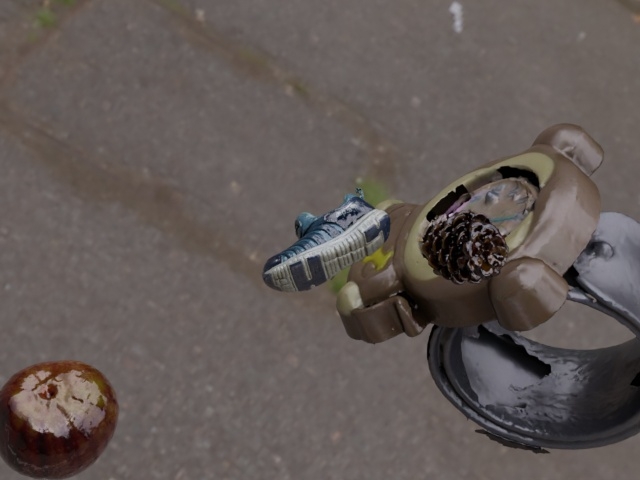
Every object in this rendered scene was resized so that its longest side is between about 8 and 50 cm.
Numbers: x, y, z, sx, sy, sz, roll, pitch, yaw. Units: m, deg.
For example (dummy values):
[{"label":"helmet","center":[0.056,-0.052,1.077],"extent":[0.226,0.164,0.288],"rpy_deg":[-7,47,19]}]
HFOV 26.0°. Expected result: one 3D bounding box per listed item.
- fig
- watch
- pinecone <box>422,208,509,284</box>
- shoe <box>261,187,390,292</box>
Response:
[{"label":"fig","center":[-0.344,0.245,1.752],"extent":[0.149,0.202,0.148],"rpy_deg":[8,22,-38]},{"label":"watch","center":[0.243,0.087,1.628],"extent":[0.327,0.335,0.314],"rpy_deg":[54,38,-27]},{"label":"pinecone","center":[0.141,0.010,1.324],"extent":[0.077,0.077,0.083],"rpy_deg":[16,15,-30]},{"label":"shoe","center":[0.000,0.000,1.408],"extent":[0.071,0.143,0.064],"rpy_deg":[54,-9,31]}]
